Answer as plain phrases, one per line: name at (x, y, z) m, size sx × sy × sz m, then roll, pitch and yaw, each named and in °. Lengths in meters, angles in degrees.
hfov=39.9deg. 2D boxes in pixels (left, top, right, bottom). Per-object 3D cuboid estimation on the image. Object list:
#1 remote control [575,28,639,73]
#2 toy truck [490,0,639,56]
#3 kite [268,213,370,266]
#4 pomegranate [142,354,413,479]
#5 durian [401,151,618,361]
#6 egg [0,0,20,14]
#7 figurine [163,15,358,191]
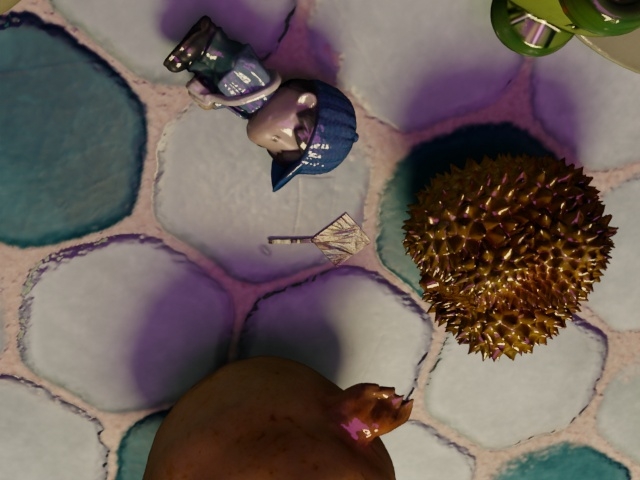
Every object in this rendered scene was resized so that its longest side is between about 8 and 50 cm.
remote control at (0.280, -0.246, 0.593) m, size 0.123 × 0.038 × 0.285 m, roll 18°, pitch 114°, yaw -20°
toy truck at (0.150, -0.216, 0.528) m, size 0.187 × 0.148 × 0.210 m, roll 45°, pitch 86°, yaw -11°
kite at (0.001, 0.005, 0.700) m, size 0.078 × 0.002 × 0.044 m, roll -19°, pitch 121°, yaw -2°
pomegranate at (-0.041, 0.194, 0.682) m, size 0.207 × 0.207 × 0.207 m, roll -5°, pitch 120°, yaw -8°
durian at (0.139, 0.010, 0.661) m, size 0.168 × 0.137 × 0.158 m, roll -18°, pitch 141°, yaw -16°
egg at (-0.209, -0.232, 0.404) m, size 0.219 × 0.219 × 0.269 m, roll -8°, pitch 124°, yaw -6°
figurine at (-0.036, -0.099, 0.606) m, size 0.136 × 0.077 × 0.079 m, roll 48°, pitch 67°, yaw -14°
